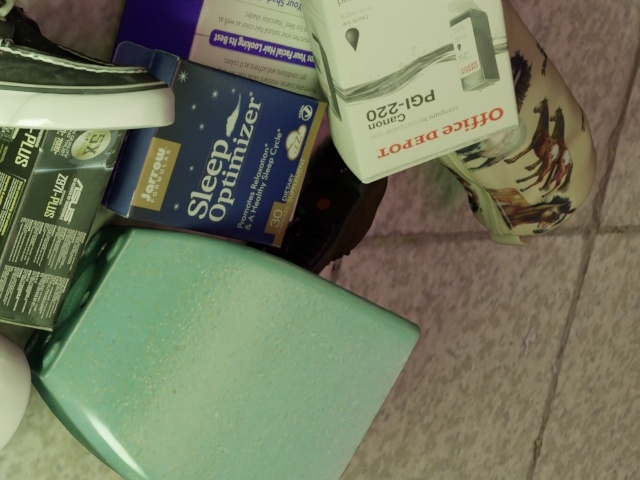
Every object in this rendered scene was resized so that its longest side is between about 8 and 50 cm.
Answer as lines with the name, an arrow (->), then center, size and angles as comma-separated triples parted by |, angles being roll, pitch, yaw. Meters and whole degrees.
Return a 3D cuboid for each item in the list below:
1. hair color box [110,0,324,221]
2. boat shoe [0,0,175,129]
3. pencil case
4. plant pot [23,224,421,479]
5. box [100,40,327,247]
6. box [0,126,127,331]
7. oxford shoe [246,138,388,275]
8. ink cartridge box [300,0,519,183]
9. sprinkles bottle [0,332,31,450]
hair color box -> -0.073, -0.195, 1.397 | 0.185, 0.110, 0.339 | 6, 102, -50
boat shoe -> -0.247, -0.137, 1.110 | 0.108, 0.301, 0.102 | -31, 129, -79
pencil case -> 0.149, -0.148, 1.631 | 0.184, 0.160, 0.410 | -58, 140, -10
plant pot -> -0.112, 0.111, 1.381 | 0.252, 0.247, 0.248 | 32, 81, -18
box -> -0.096, -0.075, 1.322 | 0.225, 0.036, 0.136 | 12, 99, -48
box -> -0.248, -0.041, 1.239 | 0.077, 0.147, 0.180 | 17, 94, -50
oxford shoe -> 0.000, 0.000, 1.597 | 0.227, 0.082, 0.096 | -49, 146, -17
ink cartridge box -> 0.074, -0.178, 1.375 | 0.158, 0.092, 0.218 | -20, 128, -8
sprinkles bottle -> -0.369, 0.062, 1.172 | 0.355, 0.121, 0.121 | 40, 77, -50
